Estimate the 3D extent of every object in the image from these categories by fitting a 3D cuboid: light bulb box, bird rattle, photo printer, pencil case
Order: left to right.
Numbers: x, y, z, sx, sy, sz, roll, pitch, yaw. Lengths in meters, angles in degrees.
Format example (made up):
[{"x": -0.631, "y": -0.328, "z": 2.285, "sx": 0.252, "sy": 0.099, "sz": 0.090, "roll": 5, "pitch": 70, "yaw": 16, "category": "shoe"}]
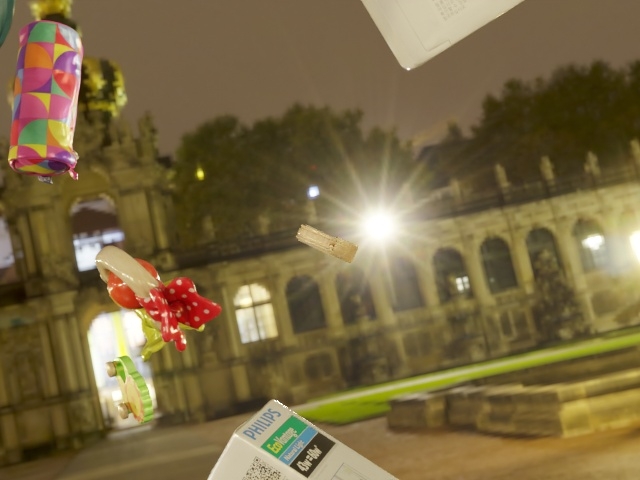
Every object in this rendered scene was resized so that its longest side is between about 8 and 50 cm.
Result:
[{"x": -0.406, "y": -0.206, "z": 1.536, "sx": 0.104, "sy": 0.236, "sz": 0.104, "roll": -1, "pitch": -15, "yaw": 0, "category": "pencil case"}, {"x": -0.272, "y": 0.093, "z": 1.589, "sx": 0.143, "sy": 0.207, "sz": 0.253, "roll": -48, "pitch": -2, "yaw": -10, "category": "bird rattle"}, {"x": -0.059, "y": 0.566, "z": 1.986, "sx": 0.358, "sy": 0.361, "sz": 0.225, "roll": -61, "pitch": -10, "yaw": 15, "category": "light bulb box"}, {"x": 0.128, "y": -0.393, "z": 1.200, "sx": 0.256, "sy": 0.307, "sz": 0.107, "roll": -32, "pitch": 22, "yaw": 8, "category": "photo printer"}]

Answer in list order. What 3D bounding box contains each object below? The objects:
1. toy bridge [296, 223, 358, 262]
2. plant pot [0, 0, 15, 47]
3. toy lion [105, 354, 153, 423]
[{"x": 0.000, "y": 0.000, "z": 1.368, "sx": 0.063, "sy": 0.026, "sz": 0.188, "roll": 25, "pitch": 0, "yaw": -11, "category": "toy bridge"}, {"x": -0.543, "y": -0.231, "z": 1.216, "sx": 0.341, "sy": 0.334, "sz": 0.341, "roll": -7, "pitch": -49, "yaw": -8, "category": "plant pot"}, {"x": -0.262, "y": 0.207, "z": 1.438, "sx": 0.034, "sy": 0.100, "sz": 0.096, "roll": -15, "pitch": -8, "yaw": -29, "category": "toy lion"}]
